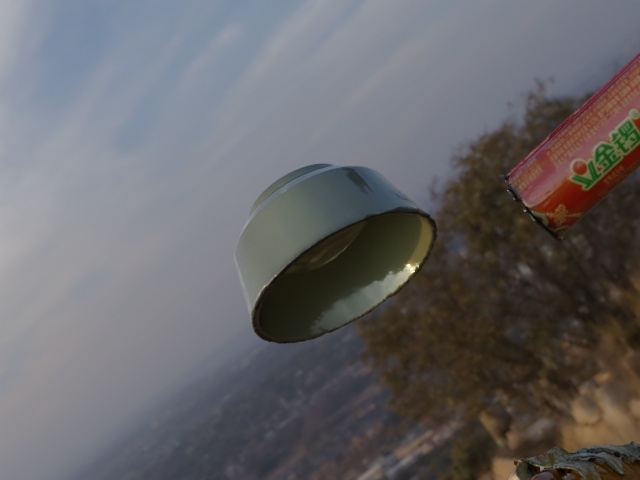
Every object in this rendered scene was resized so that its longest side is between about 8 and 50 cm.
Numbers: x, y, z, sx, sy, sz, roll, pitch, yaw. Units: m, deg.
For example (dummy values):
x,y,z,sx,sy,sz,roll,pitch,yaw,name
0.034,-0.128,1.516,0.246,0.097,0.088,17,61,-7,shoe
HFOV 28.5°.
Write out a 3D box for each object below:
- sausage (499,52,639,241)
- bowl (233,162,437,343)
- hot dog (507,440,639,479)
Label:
x,y,z,sx,sy,sz,roll,pitch,yaw,name
0.270,-0.113,1.061,0.264,0.083,0.083,-45,-3,21,sausage
0.000,0.000,1.260,0.211,0.112,0.211,-26,-27,-15,bowl
0.304,0.268,1.418,0.109,0.072,0.269,3,2,39,hot dog
